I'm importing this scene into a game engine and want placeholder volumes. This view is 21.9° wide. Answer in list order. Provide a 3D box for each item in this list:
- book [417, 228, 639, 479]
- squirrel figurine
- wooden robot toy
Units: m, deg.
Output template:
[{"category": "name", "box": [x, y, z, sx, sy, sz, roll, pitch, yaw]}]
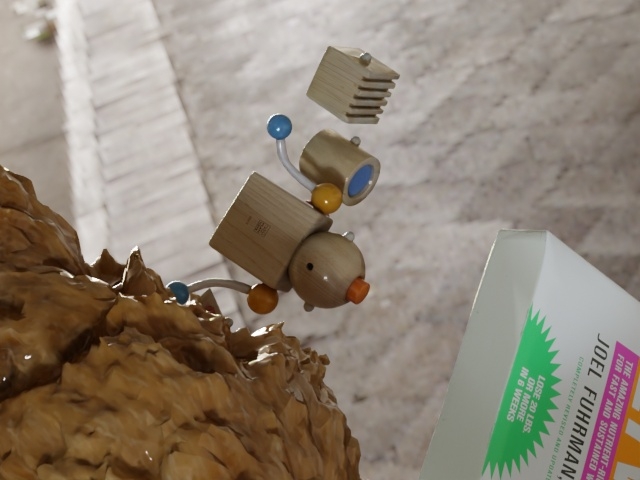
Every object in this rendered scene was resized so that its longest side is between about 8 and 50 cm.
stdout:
[{"category": "book", "box": [0.088, 0.069, 0.516, 0.035, 0.144, 0.096, 4, 69, 44]}, {"category": "squirrel figurine", "box": [-0.181, 0.154, 0.732, 0.370, 0.397, 0.281, 21, 3, 41]}, {"category": "wooden robot toy", "box": [0.000, 0.000, 0.781, 0.079, 0.076, 0.173, 34, 95, 29]}]
